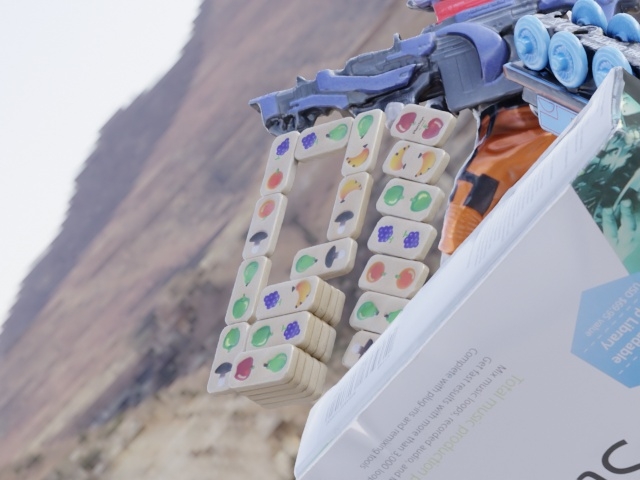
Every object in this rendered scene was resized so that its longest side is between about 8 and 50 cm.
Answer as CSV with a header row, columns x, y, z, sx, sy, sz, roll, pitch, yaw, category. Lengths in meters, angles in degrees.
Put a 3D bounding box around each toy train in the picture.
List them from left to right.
x,y,z,sx,sy,sz,roll,pitch,yaw,category
0.206,-0.110,1.234,0.080,0.105,0.184,-18,27,-23,toy train

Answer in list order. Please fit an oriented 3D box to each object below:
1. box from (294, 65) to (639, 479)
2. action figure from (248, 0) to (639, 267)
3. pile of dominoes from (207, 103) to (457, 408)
x,y,z,sx,sy,sz,roll,pitch,yaw,category
0.183,0.100,0.720,0.232,0.322,0.058,-51,14,35,box
0.125,-0.094,1.467,0.341,0.330,0.178,-8,-7,16,action figure
0.000,0.000,1.236,0.196,0.040,0.251,-14,51,41,pile of dominoes
